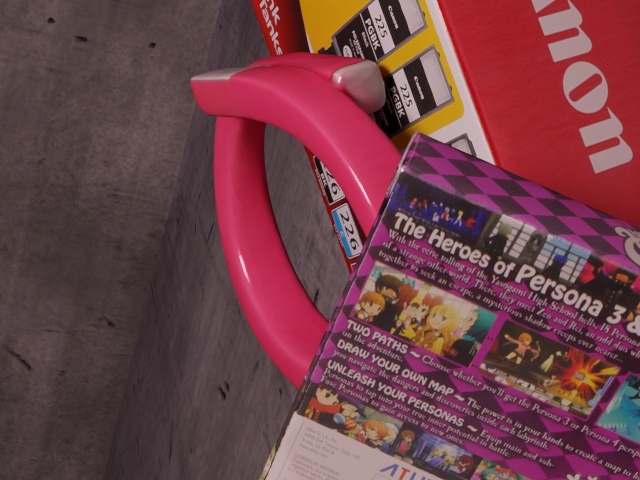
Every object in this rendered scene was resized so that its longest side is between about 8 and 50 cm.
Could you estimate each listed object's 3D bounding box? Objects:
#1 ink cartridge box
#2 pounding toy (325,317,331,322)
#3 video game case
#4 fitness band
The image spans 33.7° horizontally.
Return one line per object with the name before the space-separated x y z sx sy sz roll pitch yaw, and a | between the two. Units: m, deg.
ink cartridge box | 0.089 -0.091 0.552 0.272 0.130 0.309 -26 84 68
pounding toy | 0.037 0.158 0.845 0.206 0.094 0.181 -120 38 -77
video game case | 0.104 0.091 0.451 0.042 0.232 0.210 -63 -4 -57
fitness band | 0.000 0.000 0.601 0.291 0.054 0.209 24 132 64
